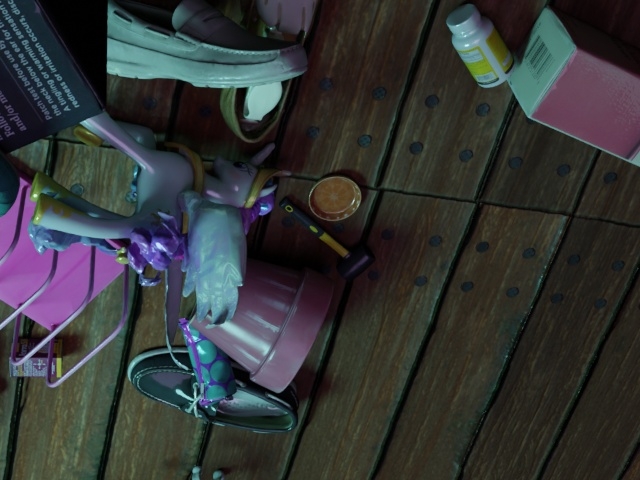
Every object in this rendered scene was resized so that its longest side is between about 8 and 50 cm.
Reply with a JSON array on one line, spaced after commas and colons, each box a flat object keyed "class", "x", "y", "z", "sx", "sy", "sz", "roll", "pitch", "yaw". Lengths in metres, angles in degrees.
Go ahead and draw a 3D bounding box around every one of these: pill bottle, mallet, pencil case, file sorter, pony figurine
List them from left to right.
[{"class": "file sorter", "x": -0.452, "y": 0.054, "z": 1.809, "sx": 0.202, "sy": 0.182, "sz": 0.290, "roll": -40, "pitch": 122, "yaw": 20}, {"class": "pony figurine", "x": -0.224, "y": -0.028, "z": 1.717, "sx": 0.363, "sy": 0.351, "sz": 0.303, "roll": 18, "pitch": 155, "yaw": -21}, {"class": "pencil case", "x": -0.186, "y": 0.194, "z": 1.981, "sx": 0.064, "sy": 0.070, "sz": 0.152, "roll": -18, "pitch": 87, "yaw": 38}, {"class": "mallet", "x": 0.000, "y": 0.000, "z": 1.935, "sx": 0.189, "sy": 0.039, "sz": 0.062, "roll": 32, "pitch": 112, "yaw": -23}, {"class": "pill bottle", "x": 0.230, "y": -0.283, "z": 1.746, "sx": 0.065, "sy": 0.065, "sz": 0.116, "roll": -30, "pitch": 125, "yaw": 13}]

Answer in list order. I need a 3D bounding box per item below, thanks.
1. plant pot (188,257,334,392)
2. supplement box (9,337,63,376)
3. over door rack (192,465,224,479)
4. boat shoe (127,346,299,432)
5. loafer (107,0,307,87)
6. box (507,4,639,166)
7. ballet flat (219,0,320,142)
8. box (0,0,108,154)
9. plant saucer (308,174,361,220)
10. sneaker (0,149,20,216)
[{"class": "plant pot", "x": -0.101, "y": 0.113, "z": 1.914, "sx": 0.180, "sy": 0.201, "sz": 0.201, "roll": 27, "pitch": 118, "yaw": -8}, {"class": "supplement box", "x": -0.466, "y": 0.192, "z": 1.986, "sx": 0.083, "sy": 0.055, "sz": 0.043, "roll": 1, "pitch": 124, "yaw": -10}, {"class": "over door rack", "x": -0.259, "y": 0.531, "z": 2.243, "sx": 0.239, "sy": 0.108, "sz": 0.324, "roll": -24, "pitch": 140, "yaw": 9}, {"class": "boat shoe", "x": -0.177, "y": 0.259, "z": 2.055, "sx": 0.302, "sy": 0.091, "sz": 0.114, "roll": 9, "pitch": 123, "yaw": -15}, {"class": "loafer", "x": -0.163, "y": -0.266, "z": 1.598, "sx": 0.319, "sy": 0.112, "sz": 0.111, "roll": 9, "pitch": 110, "yaw": 26}, {"class": "box", "x": 0.409, "y": -0.222, "z": 1.765, "sx": 0.232, "sy": 0.149, "sz": 0.127, "roll": 19, "pitch": 119, "yaw": -22}, {"class": "ballet flat", "x": -0.065, "y": -0.280, "z": 1.665, "sx": 0.116, "sy": 0.124, "sz": 0.342, "roll": 9, "pitch": 123, "yaw": -18}, {"class": "box", "x": -0.512, "y": -0.281, "z": 1.374, "sx": 0.471, "sy": 0.480, "sz": 0.297, "roll": -21, "pitch": 127, "yaw": 7}, {"class": "plant saucer", "x": 0.022, "y": -0.068, "z": 1.899, "sx": 0.083, "sy": 0.013, "sz": 0.083, "roll": -4, "pitch": 125, "yaw": -5}, {"class": "sneaker", "x": -0.439, "y": -0.072, "z": 1.166, "sx": 0.302, "sy": 0.121, "sz": 0.108, "roll": 22, "pitch": 121, "yaw": -25}]
